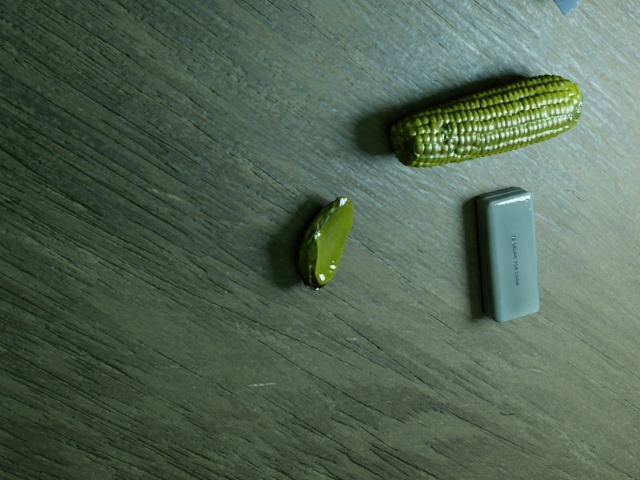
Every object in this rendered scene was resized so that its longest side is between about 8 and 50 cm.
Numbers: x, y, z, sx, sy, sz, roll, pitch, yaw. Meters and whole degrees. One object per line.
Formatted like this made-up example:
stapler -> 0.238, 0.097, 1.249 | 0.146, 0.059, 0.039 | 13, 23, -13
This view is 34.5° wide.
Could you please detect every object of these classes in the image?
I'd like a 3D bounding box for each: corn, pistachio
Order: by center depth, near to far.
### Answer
pistachio -> 0.000, 0.000, 1.774 | 0.090, 0.049, 0.172 | 11, 100, -50
corn -> 0.294, -0.208, 1.795 | 0.363, 0.120, 0.120 | -14, 110, -14

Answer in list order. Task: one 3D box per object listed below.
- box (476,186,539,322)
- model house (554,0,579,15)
box -> 0.350, 0.027, 1.921 | 0.103, 0.055, 0.243 | -14, 111, -18
model house -> 0.412, -0.472, 1.776 | 0.088, 0.117, 0.167 | -38, 118, 11
